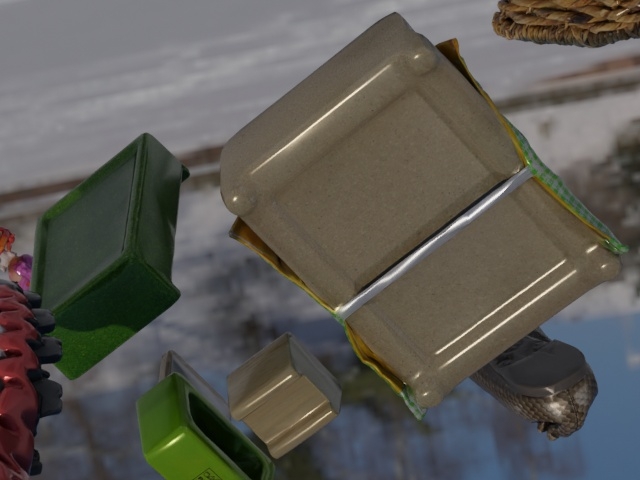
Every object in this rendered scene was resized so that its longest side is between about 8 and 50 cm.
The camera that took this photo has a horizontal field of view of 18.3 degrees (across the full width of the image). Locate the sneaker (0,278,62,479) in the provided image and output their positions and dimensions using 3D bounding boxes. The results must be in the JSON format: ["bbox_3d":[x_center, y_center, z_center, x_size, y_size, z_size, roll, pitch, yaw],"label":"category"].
[{"bbox_3d":[-0.191,0.104,0.930,0.135,0.097,0.276,6,-147,-10],"label":"sneaker"}]

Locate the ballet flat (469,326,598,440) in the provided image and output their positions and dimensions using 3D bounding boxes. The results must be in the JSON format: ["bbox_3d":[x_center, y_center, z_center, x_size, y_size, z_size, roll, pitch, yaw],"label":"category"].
[{"bbox_3d":[0.138,0.085,1.437,0.084,0.058,0.250,-26,-160,-9],"label":"ballet flat"}]

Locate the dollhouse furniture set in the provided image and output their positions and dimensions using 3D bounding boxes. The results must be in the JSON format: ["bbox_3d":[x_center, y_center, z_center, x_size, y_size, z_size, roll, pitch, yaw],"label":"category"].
[{"bbox_3d":[0.000,0.000,1.182,0.301,0.197,0.151,-37,-157,16],"label":"dollhouse furniture set"}]

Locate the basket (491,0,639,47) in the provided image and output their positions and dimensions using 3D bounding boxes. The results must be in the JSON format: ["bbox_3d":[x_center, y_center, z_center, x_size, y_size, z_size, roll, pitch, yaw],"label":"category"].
[{"bbox_3d":[0.338,-0.289,1.894,0.299,0.223,0.213,-34,-122,-26],"label":"basket"}]

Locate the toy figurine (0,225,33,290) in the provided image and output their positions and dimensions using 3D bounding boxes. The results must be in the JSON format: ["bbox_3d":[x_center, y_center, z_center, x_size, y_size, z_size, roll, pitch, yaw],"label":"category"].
[{"bbox_3d":[-0.315,0.013,1.971,0.159,0.130,0.173,29,174,2],"label":"toy figurine"}]
